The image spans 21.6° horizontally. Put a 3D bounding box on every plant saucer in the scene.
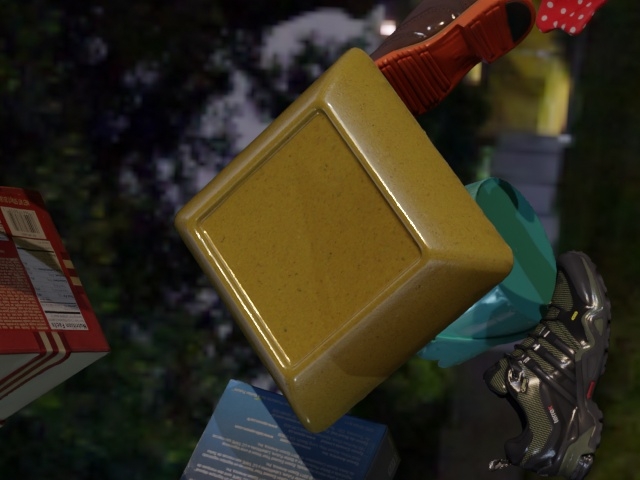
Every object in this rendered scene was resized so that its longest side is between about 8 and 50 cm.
[{"bbox_3d":[0.000,0.000,1.914,0.332,0.333,0.081,55,-157,18],"label":"plant saucer"}]

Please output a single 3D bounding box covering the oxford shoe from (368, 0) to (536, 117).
[{"bbox_3d":[0.123,-0.226,2.002,0.097,0.271,0.098,60,-178,-41],"label":"oxford shoe"}]

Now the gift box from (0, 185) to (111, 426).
[{"bbox_3d":[-0.432,0.076,1.894,0.255,0.258,0.276,14,-133,-60],"label":"gift box"}]

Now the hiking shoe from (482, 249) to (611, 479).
[{"bbox_3d":[0.216,0.116,1.616,0.086,0.114,0.226,97,179,-75],"label":"hiking shoe"}]

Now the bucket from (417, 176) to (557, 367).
[{"bbox_3d":[0.234,0.045,2.605,0.281,0.183,0.281,33,-135,-41],"label":"bucket"}]

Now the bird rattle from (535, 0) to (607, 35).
[{"bbox_3d":[0.278,-0.388,2.177,0.143,0.253,0.207,-20,-45,-39],"label":"bird rattle"}]

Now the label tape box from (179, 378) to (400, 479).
[{"bbox_3d":[-0.072,0.372,2.198,0.333,0.241,0.106,-63,-26,-27],"label":"label tape box"}]
